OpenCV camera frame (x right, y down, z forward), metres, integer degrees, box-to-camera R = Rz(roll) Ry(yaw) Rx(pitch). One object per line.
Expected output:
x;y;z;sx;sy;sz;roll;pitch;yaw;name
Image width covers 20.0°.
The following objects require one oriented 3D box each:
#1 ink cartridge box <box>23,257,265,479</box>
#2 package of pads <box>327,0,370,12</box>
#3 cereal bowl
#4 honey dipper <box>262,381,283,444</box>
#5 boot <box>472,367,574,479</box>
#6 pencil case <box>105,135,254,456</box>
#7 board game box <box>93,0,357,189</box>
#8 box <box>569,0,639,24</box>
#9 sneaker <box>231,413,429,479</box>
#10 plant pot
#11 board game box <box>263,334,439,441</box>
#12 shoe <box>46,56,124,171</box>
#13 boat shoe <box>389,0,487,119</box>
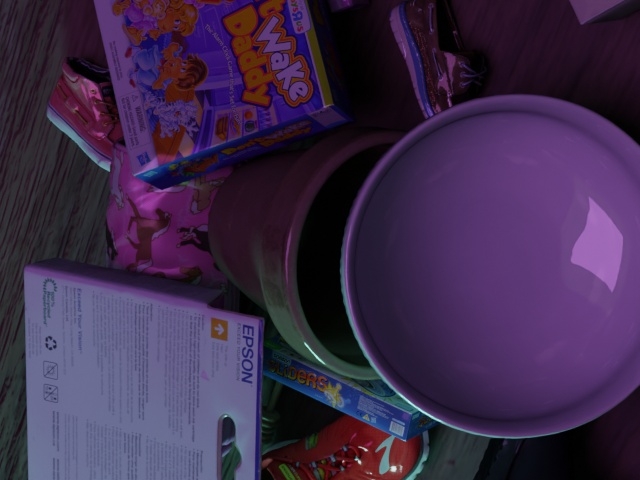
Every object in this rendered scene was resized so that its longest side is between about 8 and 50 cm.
-0.184;0.202;2.001;0.330;0.071;0.324;11;107;30;ink cartridge box
0.021;-0.288;1.953;0.032;0.050;0.083;-19;89;30;package of pads
0.181;0.024;1.798;0.338;0.141;0.339;0;91;-7;cereal bowl
-0.047;0.163;2.110;0.030;0.030;0.161;30;112;26;honey dipper
0.268;0.261;1.870;0.207;0.094;0.246;28;73;-3;boot
-0.164;0.063;2.093;0.167;0.160;0.386;-145;56;-64;pencil case
-0.119;-0.257;1.944;0.233;0.078;0.347;-19;74;15;board game box
0.257;-0.355;1.751;0.113;0.094;0.275;-28;83;35;box
0.004;0.261;2.039;0.279;0.118;0.107;-30;83;35;sneaker
0.000;0.000;1.928;0.229;0.263;0.263;13;108;49;plant pot
0.048;0.148;1.975;0.201;0.136;0.035;23;112;28;board game box
-0.255;-0.147;2.163;0.178;0.063;0.081;38;124;27;shoe
0.134;-0.175;1.890;0.066;0.066;0.183;-29;83;34;boat shoe
